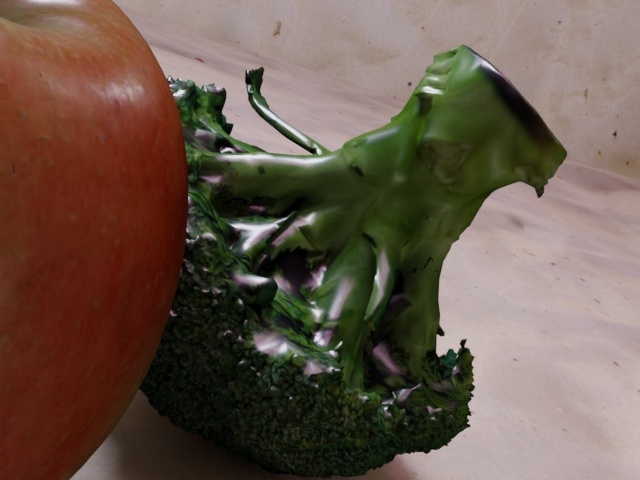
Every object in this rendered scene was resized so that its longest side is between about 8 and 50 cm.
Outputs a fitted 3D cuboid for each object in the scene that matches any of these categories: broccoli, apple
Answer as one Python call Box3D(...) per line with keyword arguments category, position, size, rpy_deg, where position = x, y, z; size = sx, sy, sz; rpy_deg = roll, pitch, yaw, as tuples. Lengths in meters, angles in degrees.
Box3D(category="broccoli", position=(0.000, 0.000, 0.724), size=(0.297, 0.297, 0.297), rpy_deg=(49, 8, -10))
Box3D(category="apple", position=(-0.214, -0.013, 0.494), size=(0.319, 0.277, 0.319), rpy_deg=(20, 16, -6))
